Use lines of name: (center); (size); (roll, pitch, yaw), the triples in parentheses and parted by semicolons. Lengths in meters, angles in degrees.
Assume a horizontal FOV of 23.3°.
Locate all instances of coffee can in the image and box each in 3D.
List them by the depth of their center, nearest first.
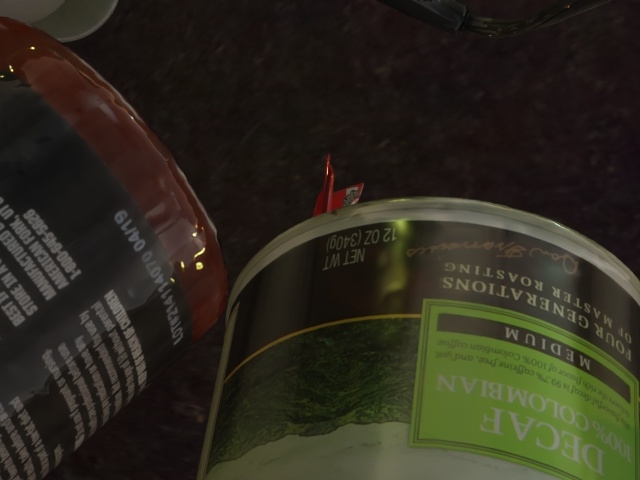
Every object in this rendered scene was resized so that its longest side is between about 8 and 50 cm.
coffee can: (0.039, 0.149, 0.619); (0.201, 0.201, 0.275); (21, 47, -14)

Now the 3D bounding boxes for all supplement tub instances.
supplement tub: (-0.124, 0.039, 0.376); (0.198, 0.106, 0.106); (-41, 97, -23)

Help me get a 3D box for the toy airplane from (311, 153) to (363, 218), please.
toy airplane: (0.000, 0.000, 1.016); (0.028, 0.151, 0.151); (10, 82, 9)

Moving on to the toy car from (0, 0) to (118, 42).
toy car: (-0.208, -0.165, 0.885); (0.182, 0.159, 0.136); (-26, 89, 8)

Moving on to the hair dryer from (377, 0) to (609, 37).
hair dryer: (-0.071, -0.126, 0.453); (0.080, 0.293, 0.223); (-60, 141, -32)
